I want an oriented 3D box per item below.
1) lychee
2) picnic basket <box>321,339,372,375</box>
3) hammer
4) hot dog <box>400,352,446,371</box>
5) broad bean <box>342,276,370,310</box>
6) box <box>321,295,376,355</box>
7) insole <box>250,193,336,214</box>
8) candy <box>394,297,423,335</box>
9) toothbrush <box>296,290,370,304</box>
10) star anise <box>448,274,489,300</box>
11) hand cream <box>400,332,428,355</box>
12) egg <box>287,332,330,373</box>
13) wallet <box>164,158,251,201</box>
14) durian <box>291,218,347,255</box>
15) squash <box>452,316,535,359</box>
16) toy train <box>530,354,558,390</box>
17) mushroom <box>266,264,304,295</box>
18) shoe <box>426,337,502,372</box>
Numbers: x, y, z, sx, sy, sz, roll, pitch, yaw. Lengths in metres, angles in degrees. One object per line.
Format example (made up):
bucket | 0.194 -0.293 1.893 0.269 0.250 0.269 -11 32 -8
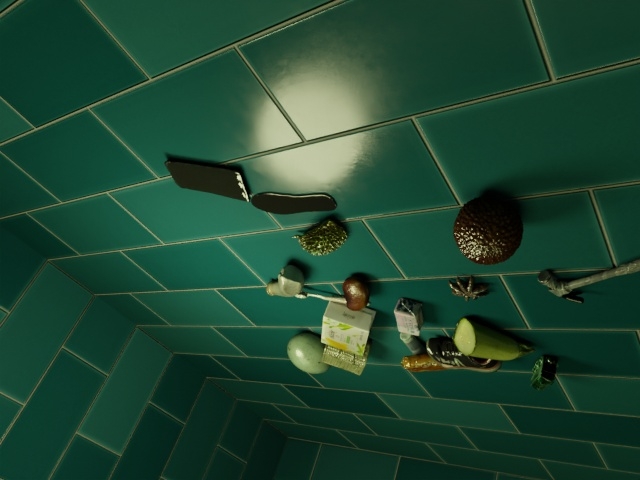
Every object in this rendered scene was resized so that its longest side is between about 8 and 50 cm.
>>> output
lychee | 0.450 -0.021 1.484 0.194 0.195 0.194 15 147 10
picnic basket | 0.116 0.486 2.459 0.196 0.134 0.154 20 151 4
hammer | 0.819 0.081 1.531 0.152 0.044 0.427 33 146 -17
hot dog | 0.462 0.493 2.260 0.268 0.072 0.115 -6 164 7
broad bean | 0.134 0.195 2.067 0.114 0.084 0.165 12 141 24
box | 0.112 0.359 2.296 0.194 0.111 0.260 17 149 10
insole | -0.093 -0.121 1.810 0.321 0.007 0.109 0 143 30
candy | 0.338 0.290 2.093 0.092 0.073 0.160 12 147 24
toothbrush | 0.044 0.233 2.203 0.306 0.030 0.025 7 121 12
star anise | 0.490 0.164 1.847 0.140 0.042 0.141 15 145 11
hand cream | 0.408 0.459 2.326 0.079 0.048 0.255 0 145 38
egg | -0.048 0.526 2.578 0.236 0.169 0.169 41 143 -23
wallet | -0.372 -0.202 1.839 0.285 0.030 0.146 11 149 19
durian | -0.001 0.010 1.869 0.137 0.096 0.220 38 151 -22
squash | 0.632 0.391 2.016 0.287 0.137 0.137 22 148 -2
toy train | 0.833 0.500 2.072 0.071 0.111 0.171 18 148 14
mushroom | -0.135 0.177 2.188 0.118 0.103 0.270 27 153 -9
shoe | 0.550 0.431 2.133 0.290 0.114 0.137 7 150 18
